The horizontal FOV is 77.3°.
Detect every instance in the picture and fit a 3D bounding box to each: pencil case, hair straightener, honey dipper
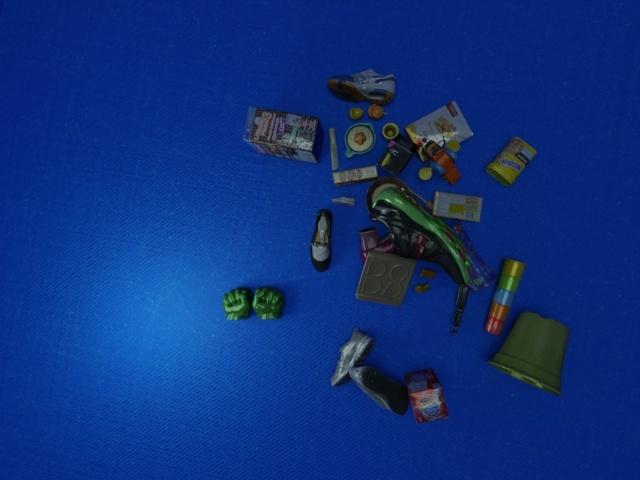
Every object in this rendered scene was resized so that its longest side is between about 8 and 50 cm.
[{"bbox_3d":[0.605,0.065,1.667,0.119,0.133,0.306,-36,85,37],"label":"pencil case"},{"bbox_3d":[0.577,0.294,1.684,0.047,0.089,0.230,17,94,24],"label":"hair straightener"},{"bbox_3d":[0.428,-0.189,1.738,0.160,0.030,0.030,38,93,10],"label":"honey dipper"}]

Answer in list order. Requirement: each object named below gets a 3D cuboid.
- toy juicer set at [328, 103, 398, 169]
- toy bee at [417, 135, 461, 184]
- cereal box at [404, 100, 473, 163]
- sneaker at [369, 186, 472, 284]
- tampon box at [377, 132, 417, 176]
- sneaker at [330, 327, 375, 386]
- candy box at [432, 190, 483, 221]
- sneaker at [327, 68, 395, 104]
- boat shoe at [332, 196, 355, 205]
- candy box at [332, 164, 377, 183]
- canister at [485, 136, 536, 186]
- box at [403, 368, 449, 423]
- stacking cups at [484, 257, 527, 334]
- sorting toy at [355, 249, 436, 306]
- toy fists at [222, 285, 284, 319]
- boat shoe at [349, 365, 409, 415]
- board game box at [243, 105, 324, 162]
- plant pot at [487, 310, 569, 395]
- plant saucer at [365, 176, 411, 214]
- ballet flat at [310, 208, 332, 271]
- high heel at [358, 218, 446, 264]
[{"bbox_3d":[0.154,-0.473,1.739,0.329,0.089,0.209,-26,87,6],"label":"toy juicer set"},{"bbox_3d":[0.482,-0.356,1.637,0.195,0.298,0.162,-32,53,-9],"label":"toy bee"},{"bbox_3d":[0.505,-0.465,1.720,0.240,0.047,0.173,-28,88,5],"label":"cereal box"},{"bbox_3d":[0.393,-0.002,1.569,0.483,0.185,0.202,44,119,6],"label":"sneaker"},{"bbox_3d":[0.323,-0.358,1.666,0.101,0.161,0.120,34,121,6],"label":"tampon box"},{"bbox_3d":[0.126,0.510,1.742,0.115,0.105,0.281,39,99,39],"label":"sneaker"},{"bbox_3d":[0.581,-0.143,1.702,0.205,0.027,0.105,8,88,-4],"label":"candy box"},{"bbox_3d":[0.181,-0.682,1.746,0.296,0.112,0.131,13,73,5],"label":"sneaker"},{"bbox_3d":[0.104,-0.178,1.772,0.100,0.035,0.035,7,63,10],"label":"boat shoe"},{"bbox_3d":[0.150,-0.276,1.727,0.186,0.109,0.053,-10,88,6],"label":"candy box"},{"bbox_3d":[0.798,-0.332,1.674,0.126,0.073,0.170,40,92,5],"label":"canister"},{"bbox_3d":[0.419,0.618,1.610,0.128,0.257,0.123,-13,86,6],"label":"box"},{"bbox_3d":[0.755,0.233,1.662,0.096,0.096,0.316,19,92,6],"label":"stacking cups"},{"bbox_3d":[0.322,0.168,1.708,0.307,0.041,0.229,11,110,-7],"label":"sorting toy"},{"bbox_3d":[-0.301,0.276,1.777,0.279,0.096,0.142,-3,88,8],"label":"toy fists"},{"bbox_3d":[0.253,0.625,1.680,0.320,0.103,0.118,40,64,-23],"label":"boat shoe"},{"bbox_3d":[-0.147,-0.441,1.701,0.291,0.232,0.141,11,90,6],"label":"board game box"},{"bbox_3d":[0.844,0.430,1.582,0.276,0.276,0.254,25,81,6],"label":"plant pot"},{"bbox_3d":[0.296,-0.178,1.745,0.198,0.036,0.199,0,90,8],"label":"plant saucer"},{"bbox_3d":[0.000,0.000,1.746,0.095,0.096,0.280,2,90,6],"label":"ballet flat"},{"bbox_3d":[0.355,0.012,1.714,0.377,0.127,0.181,-10,105,8],"label":"high heel"}]
